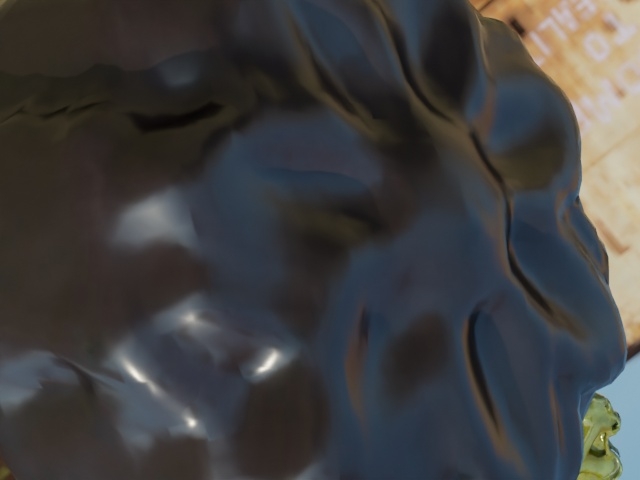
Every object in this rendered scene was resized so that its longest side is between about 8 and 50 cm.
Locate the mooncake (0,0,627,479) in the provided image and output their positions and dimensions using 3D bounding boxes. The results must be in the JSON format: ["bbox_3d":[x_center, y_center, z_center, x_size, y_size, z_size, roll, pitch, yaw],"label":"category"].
[{"bbox_3d":[0.000,0.000,0.523,0.141,0.283,0.283,-18,-167,41],"label":"mooncake"}]

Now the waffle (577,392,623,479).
[{"bbox_3d":[0.125,0.226,1.195,0.317,0.297,0.073,-35,-147,-14],"label":"waffle"}]
